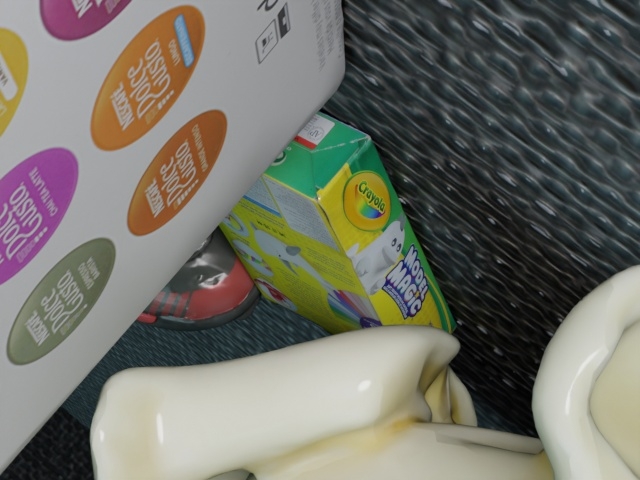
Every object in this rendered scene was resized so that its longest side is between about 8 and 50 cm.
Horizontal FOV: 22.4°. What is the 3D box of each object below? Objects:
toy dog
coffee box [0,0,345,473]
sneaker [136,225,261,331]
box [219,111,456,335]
[{"bbox_3d":[0.062,0.161,0.661,0.395,0.285,0.408,6,175,-35],"label":"toy dog"},{"bbox_3d":[-0.228,-0.099,0.476,0.338,0.334,0.338,36,163,18],"label":"coffee box"},{"bbox_3d":[-0.141,-0.056,0.821,0.276,0.097,0.135,40,167,6],"label":"sneaker"},{"bbox_3d":[0.000,0.000,0.754,0.105,0.043,0.179,29,158,33],"label":"box"}]
